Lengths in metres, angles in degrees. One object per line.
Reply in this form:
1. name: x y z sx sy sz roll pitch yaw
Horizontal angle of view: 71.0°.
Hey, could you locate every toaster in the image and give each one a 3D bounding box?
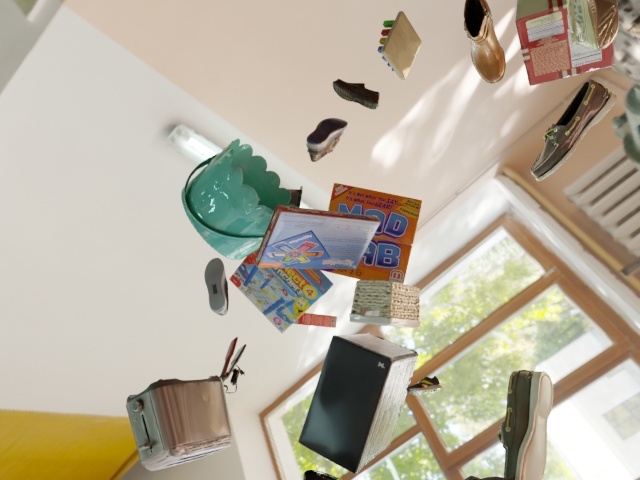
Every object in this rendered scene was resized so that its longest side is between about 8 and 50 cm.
1. toaster: -0.271 0.363 0.905 0.227 0.129 0.146 23 -138 -57

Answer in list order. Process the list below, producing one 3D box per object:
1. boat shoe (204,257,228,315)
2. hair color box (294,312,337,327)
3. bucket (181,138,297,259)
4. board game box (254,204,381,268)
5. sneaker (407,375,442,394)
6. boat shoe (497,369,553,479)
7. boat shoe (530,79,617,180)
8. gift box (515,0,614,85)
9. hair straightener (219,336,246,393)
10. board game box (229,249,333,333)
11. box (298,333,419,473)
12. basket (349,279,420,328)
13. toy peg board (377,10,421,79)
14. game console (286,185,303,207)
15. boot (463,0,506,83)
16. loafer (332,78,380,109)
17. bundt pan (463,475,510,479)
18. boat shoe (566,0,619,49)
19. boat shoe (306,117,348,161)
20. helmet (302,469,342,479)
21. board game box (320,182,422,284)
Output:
1. boat shoe: -0.375 0.174 1.666 0.076 0.080 0.228 72 180 -57
2. hair color box: -0.027 0.329 1.862 0.167 0.053 0.093 12 169 -25
3. bucket: -0.203 -0.097 1.140 0.281 0.183 0.281 50 -166 -18
4. board game box: 0.000 0.000 1.009 0.281 0.145 0.027 4 -148 -38
5. sneaker: 0.238 0.335 1.041 0.083 0.031 0.035 -2 -127 -12
6. boat shoe: 0.486 0.462 1.085 0.109 0.091 0.305 37 -118 -30
7. boat shoe: 0.755 -0.336 1.386 0.097 0.324 0.116 35 -165 -4
8. gift box: 0.691 -0.640 1.254 0.276 0.255 0.258 57 -139 -42
9. hair straightener: -0.275 0.416 1.470 0.089 0.047 0.230 42 -162 -16
10. board game box: -0.156 0.154 1.697 0.308 0.302 0.086 45 -142 4
11. box: 0.115 0.423 1.238 0.183 0.296 0.294 17 177 26
12. basket: 0.161 0.155 1.083 0.167 0.113 0.103 20 -107 -51
13. toy peg board: 0.260 -0.676 1.571 0.079 0.160 0.161 20 173 42
14. game console: -0.103 -0.121 1.510 0.071 0.122 0.107 10 -160 -3
15. boot: 0.531 -0.652 1.457 0.220 0.109 0.283 -37 -63 -61
16. loafer: 0.155 -0.634 1.914 0.220 0.078 0.080 26 168 0
17. bundt pan: 0.359 0.683 0.966 0.331 0.331 0.124 44 -166 -9
18. boat shoe: 0.557 -0.540 0.954 0.089 0.105 0.285 39 165 53
19. boat shoe: 0.013 -0.263 1.167 0.066 0.066 0.183 24 -137 20
20. helmet: 0.010 0.615 1.003 0.162 0.169 0.169 26 -160 -7
21. board game box: 0.209 -0.014 1.920 0.356 0.356 0.356 13 180 9
